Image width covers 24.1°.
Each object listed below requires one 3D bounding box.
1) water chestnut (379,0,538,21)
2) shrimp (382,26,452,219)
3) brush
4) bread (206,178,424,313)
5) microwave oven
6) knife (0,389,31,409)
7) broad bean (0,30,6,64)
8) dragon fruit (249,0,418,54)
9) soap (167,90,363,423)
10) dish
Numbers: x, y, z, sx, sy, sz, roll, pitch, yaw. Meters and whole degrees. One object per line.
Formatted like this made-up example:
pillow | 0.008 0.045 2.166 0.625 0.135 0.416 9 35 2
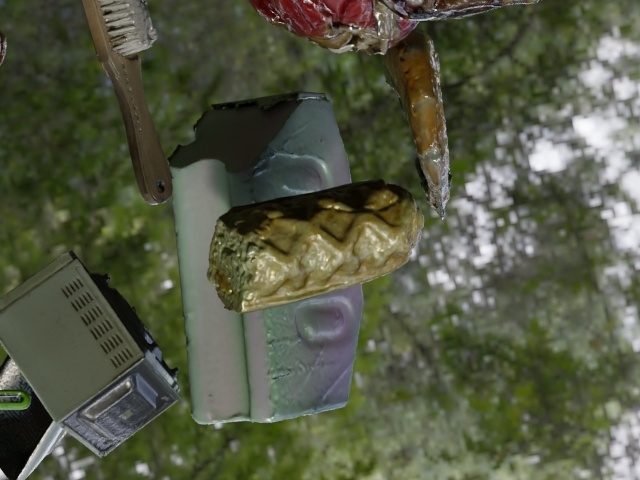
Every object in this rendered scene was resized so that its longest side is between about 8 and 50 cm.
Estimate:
water chestnut | 0.158 -0.337 1.419 0.289 0.244 0.289 -29 -167 8
shrimp | 0.148 -0.183 2.162 0.085 0.272 0.445 -12 -167 3
brush | -0.224 -0.204 1.833 0.065 0.327 0.070 -8 -169 29
bread | 0.000 0.000 1.853 0.267 0.130 0.152 -14 -178 -23
microwave oven | -0.238 0.119 1.566 0.129 0.163 0.205 -38 164 -7
knife | -0.420 0.167 1.654 0.212 0.054 0.015 5 144 -33
broad bean | -0.443 -0.214 1.701 0.165 0.114 0.084 2 156 9
dragon fruit | 0.024 -0.401 1.904 0.329 0.329 0.329 -13 -164 4
soap | -0.070 0.019 2.094 0.156 0.446 0.261 -8 177 36
dish | -0.427 0.240 2.336 0.080 0.243 0.182 24 -168 -45
